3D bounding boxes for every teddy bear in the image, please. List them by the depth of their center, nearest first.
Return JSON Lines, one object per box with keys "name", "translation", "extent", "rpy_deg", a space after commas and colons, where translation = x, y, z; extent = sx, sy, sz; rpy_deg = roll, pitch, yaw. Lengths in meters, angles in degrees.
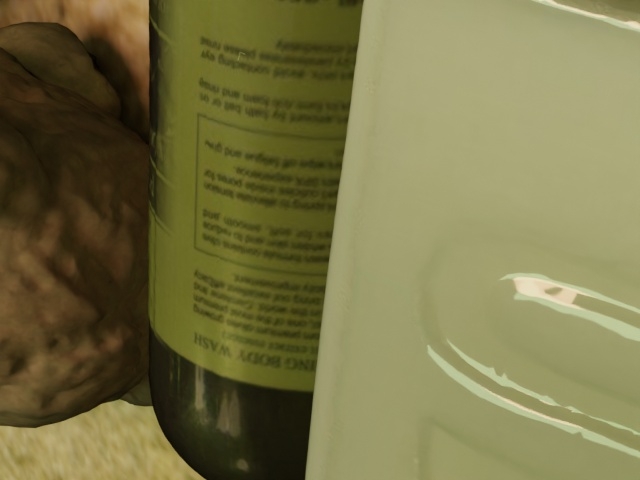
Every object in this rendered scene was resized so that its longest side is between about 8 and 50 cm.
{"name": "teddy bear", "translation": [-0.172, -0.020, 0.651], "extent": [0.267, 0.151, 0.236], "rpy_deg": [5, 153, 29]}

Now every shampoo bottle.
{"name": "shampoo bottle", "translation": [0.000, 0.000, 0.509], "extent": [0.101, 0.101, 0.284], "rpy_deg": [29, 127, 42]}

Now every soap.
{"name": "soap", "translation": [0.080, 0.062, 0.413], "extent": [0.160, 0.087, 0.265], "rpy_deg": [20, 122, 22]}
